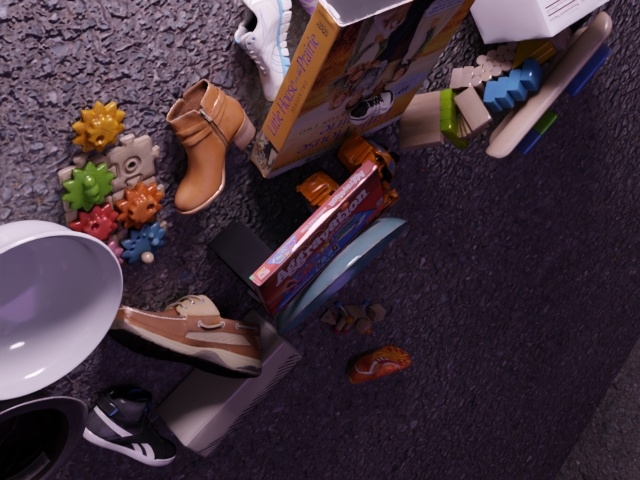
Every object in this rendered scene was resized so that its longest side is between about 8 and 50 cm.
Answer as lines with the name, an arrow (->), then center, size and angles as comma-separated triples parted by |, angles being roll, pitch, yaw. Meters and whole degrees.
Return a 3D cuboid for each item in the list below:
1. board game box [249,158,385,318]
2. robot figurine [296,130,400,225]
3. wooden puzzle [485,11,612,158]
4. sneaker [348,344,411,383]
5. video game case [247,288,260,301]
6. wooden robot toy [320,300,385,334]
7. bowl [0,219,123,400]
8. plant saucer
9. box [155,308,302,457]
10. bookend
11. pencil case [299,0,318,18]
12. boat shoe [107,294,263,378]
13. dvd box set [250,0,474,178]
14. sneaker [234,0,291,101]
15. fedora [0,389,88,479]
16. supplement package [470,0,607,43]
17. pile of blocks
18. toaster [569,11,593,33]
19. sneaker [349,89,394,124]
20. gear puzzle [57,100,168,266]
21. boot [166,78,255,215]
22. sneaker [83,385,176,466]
board game box -> 0.000, 0.000, 1.807 | 0.281, 0.027, 0.145 | -45, 155, -13
robot figurine -> 0.061, -0.089, 1.954 | 0.211, 0.085, 0.291 | -44, 160, 3
wooden puzzle -> 0.446, -0.278, 2.074 | 0.322, 0.080, 0.348 | -51, 179, 11
sneaker -> 0.132, 0.283, 2.468 | 0.175, 0.064, 0.067 | -6, 147, -38
video game case -> -0.055, 0.077, 2.097 | 0.143, 0.019, 0.157 | -48, 144, -1
wooden robot toy -> 0.081, 0.178, 2.283 | 0.173, 0.079, 0.076 | 2, 121, -47
bowl -> -0.450, 0.079, 1.580 | 0.298, 0.134, 0.297 | -28, 139, -27
plant saucer -> 0.030, 0.057, 2.008 | 0.318, 0.043, 0.317 | -41, 175, -4
box -> -0.175, 0.274, 2.077 | 0.275, 0.113, 0.094 | -45, 146, -2
bookend -> -0.100, 0.060, 1.914 | 0.072, 0.157, 0.156 | -44, 144, -6
pencil case -> 0.009, -0.382, 1.673 | 0.086, 0.088, 0.206 | -46, 146, 0
boat shoe -> -0.233, 0.157, 1.917 | 0.324, 0.123, 0.119 | 24, 69, -43
dvd box set -> 0.071, -0.275, 1.716 | 0.308, 0.062, 0.420 | -26, 164, -29
sneaker -> -0.094, -0.299, 1.670 | 0.083, 0.071, 0.190 | -19, 128, -26
fedora -> -0.508, 0.300, 1.734 | 0.244, 0.124, 0.275 | -15, 142, -35
supplement package -> 0.341, -0.454, 1.800 | 0.149, 0.194, 0.203 | -33, 109, -19
pile of blocks -> 0.311, -0.257, 1.968 | 0.362, 0.149, 0.113 | -32, 146, 18
toaster -> 0.422, -0.450, 2.027 | 0.186, 0.110, 0.168 | -44, 146, -5
sneaker -> 0.083, -0.215, 1.744 | 0.083, 0.032, 0.037 | -35, 166, 2
gear puzzle -> -0.311, -0.072, 1.662 | 0.176, 0.044, 0.338 | -27, 139, -27
boot -> -0.197, -0.147, 1.694 | 0.197, 0.073, 0.152 | -58, 147, -8
sneaker -> -0.323, 0.336, 1.986 | 0.217, 0.079, 0.121 | 28, 100, -44
